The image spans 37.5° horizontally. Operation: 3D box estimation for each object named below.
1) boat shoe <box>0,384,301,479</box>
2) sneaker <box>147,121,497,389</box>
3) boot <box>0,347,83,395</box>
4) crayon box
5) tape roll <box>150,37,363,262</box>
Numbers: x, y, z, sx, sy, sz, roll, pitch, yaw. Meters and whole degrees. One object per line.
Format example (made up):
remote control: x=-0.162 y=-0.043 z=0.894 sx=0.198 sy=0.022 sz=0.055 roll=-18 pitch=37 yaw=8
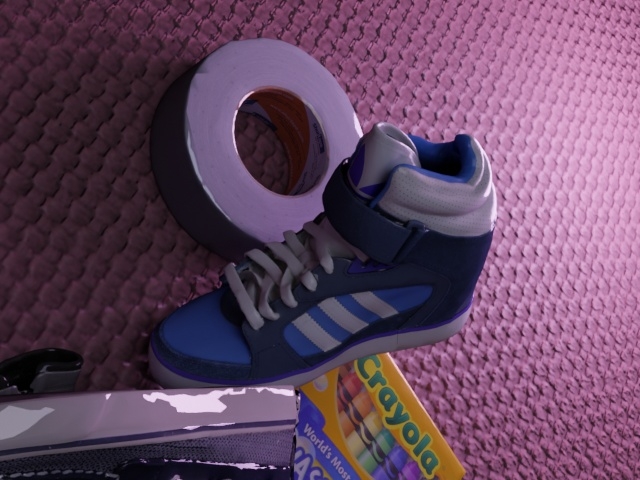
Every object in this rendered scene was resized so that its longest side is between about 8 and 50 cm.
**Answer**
boat shoe: x=-0.135 y=0.182 z=0.647 sx=0.340 sy=0.127 sz=0.158 roll=7 pitch=78 yaw=-48
sneaker: x=0.001 y=0.000 z=0.819 sx=0.322 sy=0.236 sz=0.130 roll=-11 pitch=40 yaw=-15
boot: x=-0.268 y=0.178 z=0.663 sx=0.246 sy=0.083 sz=0.161 roll=-30 pitch=128 yaw=-46
crayon box: x=0.008 y=0.217 z=0.903 sx=0.323 sy=0.083 sz=0.203 roll=-41 pitch=103 yaw=-38
tape roll: x=-0.057 y=-0.089 z=0.950 sx=0.219 sy=0.072 sz=0.219 roll=11 pitch=71 yaw=-35
